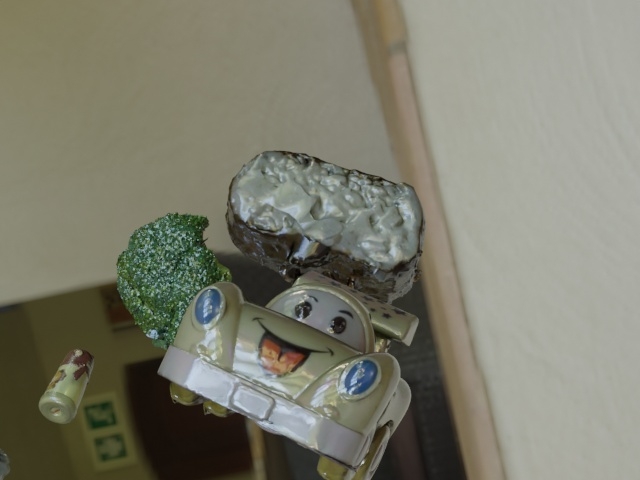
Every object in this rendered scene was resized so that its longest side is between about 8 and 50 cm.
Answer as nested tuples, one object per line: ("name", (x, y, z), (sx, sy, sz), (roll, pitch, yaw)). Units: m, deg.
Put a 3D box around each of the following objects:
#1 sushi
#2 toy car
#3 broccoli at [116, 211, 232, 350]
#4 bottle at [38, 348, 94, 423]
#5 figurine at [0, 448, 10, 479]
("sushi", (0.000, 0.000, 2.232), (0.207, 0.348, 0.234), (104, -171, -56))
("toy car", (-0.011, 0.136, 1.547), (0.226, 0.242, 0.336), (-64, -13, -8))
("broccoli", (-0.199, 0.055, 1.865), (0.156, 0.195, 0.195), (20, -134, -38))
("bottle", (-0.310, 0.174, 1.661), (0.101, 0.063, 0.047), (-73, -34, -47))
("figurine", (-0.490, 0.332, 1.936), (0.082, 0.086, 0.094), (-92, 9, -54))
